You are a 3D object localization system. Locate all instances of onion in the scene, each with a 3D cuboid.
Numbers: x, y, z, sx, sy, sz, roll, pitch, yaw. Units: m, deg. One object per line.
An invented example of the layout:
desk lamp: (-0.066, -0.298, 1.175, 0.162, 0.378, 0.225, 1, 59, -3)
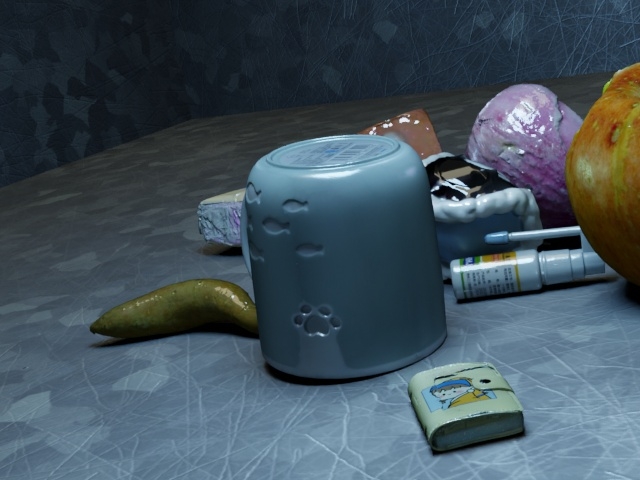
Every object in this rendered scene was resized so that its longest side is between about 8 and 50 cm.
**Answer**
onion: (0.368, -0.081, 1.777, 0.349, 0.267, 0.159, 40, 73, 24)

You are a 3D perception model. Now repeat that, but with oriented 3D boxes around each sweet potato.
sweet potato: (-0.190, 0.111, 1.721, 0.346, 0.079, 0.108, -3, 44, 23)

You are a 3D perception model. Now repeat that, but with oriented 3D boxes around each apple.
apple: (0.500, -0.079, 1.466, 0.340, 0.339, 0.339, -10, 14, 3)

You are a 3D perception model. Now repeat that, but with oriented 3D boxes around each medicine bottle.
medicine bottle: (0.302, 0.029, 1.619, 0.221, 0.092, 0.061, -8, 9, 11)

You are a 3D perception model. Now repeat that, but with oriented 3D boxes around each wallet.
wallet: (0.161, 0.180, 1.235, 0.110, 0.039, 0.155, -13, 15, -2)

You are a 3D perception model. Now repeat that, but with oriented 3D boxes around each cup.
cup: (0.000, 0.000, 1.523, 0.259, 0.274, 0.357, -19, 22, -36)

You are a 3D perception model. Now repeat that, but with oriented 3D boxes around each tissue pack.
tissue pack: (-0.082, -0.058, 2.205, 0.215, 0.122, 0.257, -1, 9, 41)

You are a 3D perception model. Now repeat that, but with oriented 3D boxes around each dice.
dice: (0.164, -0.163, 2.251, 0.175, 0.179, 0.174, -17, 2, 6)

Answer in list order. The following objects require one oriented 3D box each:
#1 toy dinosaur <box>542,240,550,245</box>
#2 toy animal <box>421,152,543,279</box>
toy dinosaur: (0.290, -0.005, 1.884, 0.106, 0.044, 0.187, -23, 35, -24)
toy animal: (0.224, -0.029, 1.723, 0.156, 0.204, 0.208, -33, 40, -21)
